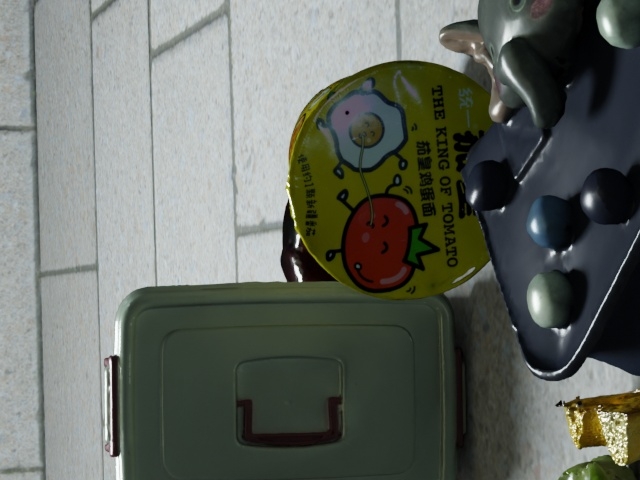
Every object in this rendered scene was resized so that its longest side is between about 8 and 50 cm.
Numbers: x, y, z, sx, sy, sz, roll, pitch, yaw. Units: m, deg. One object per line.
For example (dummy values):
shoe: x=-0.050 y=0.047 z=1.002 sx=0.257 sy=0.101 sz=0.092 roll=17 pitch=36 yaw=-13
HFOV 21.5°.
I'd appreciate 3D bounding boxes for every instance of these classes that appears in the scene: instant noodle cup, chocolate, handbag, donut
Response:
instant noodle cup: x=0.052 y=-0.057 z=1.324 sx=0.144 sy=0.182 sz=0.182 roll=-133 pitch=45 yaw=-75
chocolate: x=0.000 y=0.000 z=1.599 sx=0.125 sy=0.080 sz=0.148 roll=-169 pitch=77 yaw=-70
handbag: x=0.177 y=-0.099 z=1.046 sx=0.269 sy=0.118 sz=0.325 roll=-110 pitch=29 yaw=-45
donut: x=0.187 y=0.122 z=1.101 sx=0.083 sy=0.067 sz=0.038 roll=-12 pitch=98 yaw=37

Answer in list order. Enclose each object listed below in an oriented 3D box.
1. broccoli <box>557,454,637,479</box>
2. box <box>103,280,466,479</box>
broccoli: x=0.145 y=0.282 z=1.154 sx=0.165 sy=0.146 sz=0.304 roll=48 pitch=123 yaw=56
box: x=-0.036 y=0.131 z=1.421 sx=0.167 sy=0.294 sz=0.193 roll=168 pitch=101 yaw=-81
